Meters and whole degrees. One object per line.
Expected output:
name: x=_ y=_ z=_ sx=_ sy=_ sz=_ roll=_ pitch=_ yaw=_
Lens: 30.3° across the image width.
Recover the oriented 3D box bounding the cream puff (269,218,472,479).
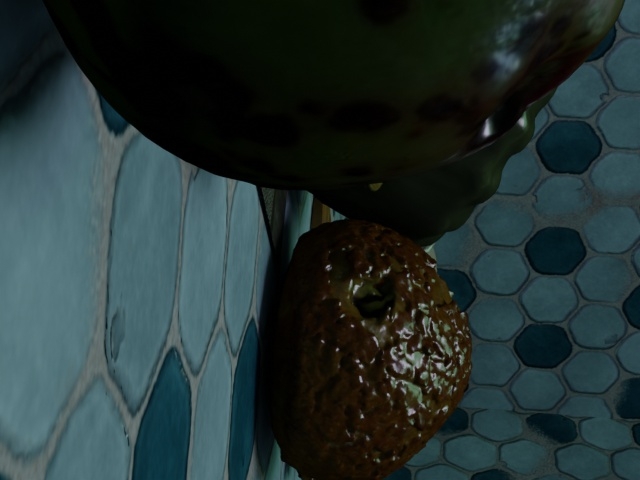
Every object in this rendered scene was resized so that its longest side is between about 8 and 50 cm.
cream puff: x=0.053 y=0.121 z=1.269 sx=0.303 sy=0.212 sz=0.303 roll=3 pitch=90 yaw=-90

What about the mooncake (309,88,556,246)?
mooncake: x=0.129 y=-0.169 z=1.351 sx=0.356 sy=0.194 sz=0.356 roll=-59 pitch=-165 yaw=26

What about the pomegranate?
pomegranate: x=-0.007 y=-0.170 z=0.419 sx=0.242 sy=0.242 sz=0.305 roll=-14 pitch=88 yaw=-85

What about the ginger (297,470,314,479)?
ginger: x=-0.003 y=0.238 z=1.524 sx=0.103 sy=0.073 sz=0.162 roll=56 pitch=42 yaw=-60

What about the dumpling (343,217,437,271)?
dumpling: x=0.068 y=0.066 z=1.734 sx=0.227 sy=0.175 sz=0.243 roll=-53 pitch=157 yaw=-22

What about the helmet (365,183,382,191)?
helmet: x=-0.001 y=-0.158 z=0.818 sx=0.205 sy=0.140 sz=0.257 roll=90 pitch=12 yaw=-47

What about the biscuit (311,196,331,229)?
biscuit: x=0.002 y=0.000 z=1.641 sx=0.140 sy=0.023 sz=0.118 roll=86 pitch=9 yaw=-62

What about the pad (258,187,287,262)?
pad: x=-0.011 y=-0.163 z=1.191 sx=0.250 sy=0.055 sz=0.323 roll=81 pitch=31 yaw=-67
